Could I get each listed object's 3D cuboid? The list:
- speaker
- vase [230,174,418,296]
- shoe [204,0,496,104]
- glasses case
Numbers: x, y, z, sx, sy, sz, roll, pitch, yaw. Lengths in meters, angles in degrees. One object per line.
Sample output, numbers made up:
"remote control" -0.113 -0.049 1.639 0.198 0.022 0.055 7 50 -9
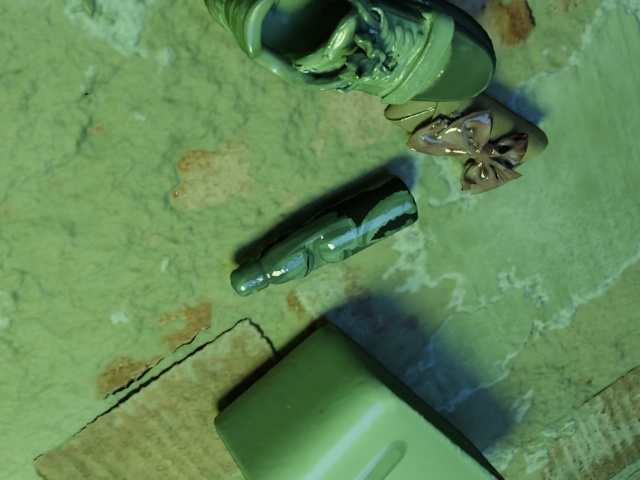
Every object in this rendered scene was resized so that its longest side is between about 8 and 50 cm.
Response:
"speaker" 0.074 0.279 1.266 0.184 0.183 0.406 -46 132 1
"vase" 0.000 0.000 1.100 0.211 0.060 0.060 -27 131 -9
"shoe" 0.041 -0.166 0.917 0.293 0.149 0.109 14 117 -20
"glasses case" 0.156 -0.105 1.102 0.193 0.070 0.102 25 110 -38
